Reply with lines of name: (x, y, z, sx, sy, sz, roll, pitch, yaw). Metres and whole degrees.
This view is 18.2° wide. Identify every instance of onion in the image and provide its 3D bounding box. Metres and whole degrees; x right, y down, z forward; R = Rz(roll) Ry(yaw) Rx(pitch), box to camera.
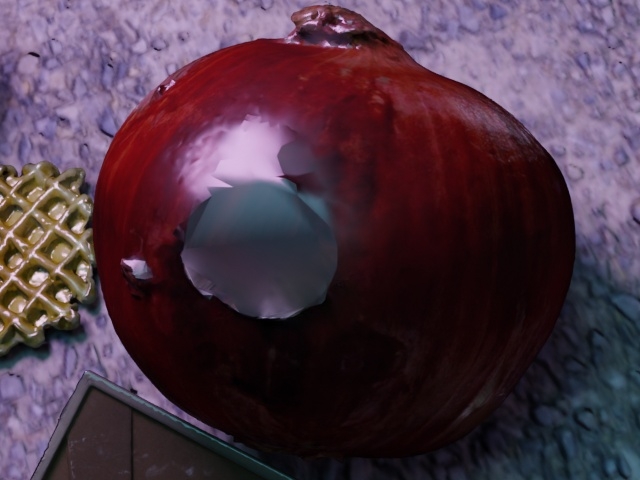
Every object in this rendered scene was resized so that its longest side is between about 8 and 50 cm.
onion: (-0.005, 0.006, 1.405, 0.341, 0.341, 0.341, -7, 58, 11)

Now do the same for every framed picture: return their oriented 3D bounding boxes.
framed picture: (-0.144, 0.241, 1.407, 0.184, 0.016, 0.250, 26, 88, 10)

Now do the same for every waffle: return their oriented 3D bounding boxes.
waffle: (-0.262, 0.014, 1.647, 0.169, 0.036, 0.183, -7, 59, 9)
